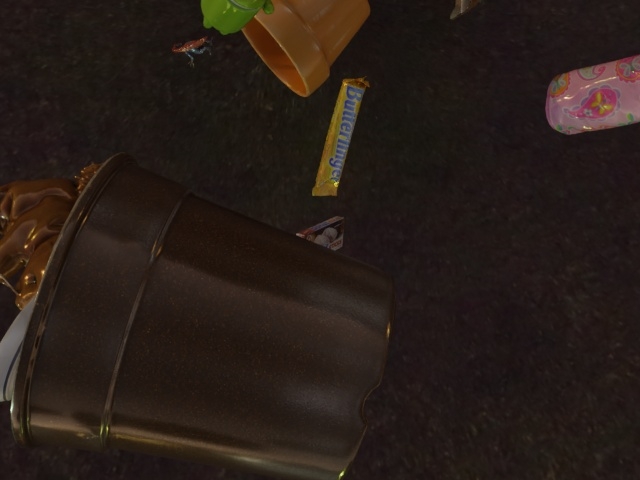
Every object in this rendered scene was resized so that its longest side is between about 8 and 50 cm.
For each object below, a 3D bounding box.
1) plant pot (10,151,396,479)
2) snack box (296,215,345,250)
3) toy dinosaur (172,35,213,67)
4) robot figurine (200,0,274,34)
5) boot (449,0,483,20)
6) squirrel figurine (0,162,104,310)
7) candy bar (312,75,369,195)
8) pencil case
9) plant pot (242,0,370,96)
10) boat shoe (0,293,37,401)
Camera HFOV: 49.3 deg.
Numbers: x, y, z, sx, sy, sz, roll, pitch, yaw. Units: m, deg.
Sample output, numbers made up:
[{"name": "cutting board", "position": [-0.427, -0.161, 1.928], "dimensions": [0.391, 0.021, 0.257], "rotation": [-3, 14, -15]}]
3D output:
[{"name": "plant pot", "position": [-0.055, 0.055, 0.391], "dimensions": [0.165, 0.167, 0.167], "rotation": [17, 109, -4]}, {"name": "snack box", "position": [0.000, 0.000, 1.371], "dimensions": [0.022, 0.178, 0.064], "rotation": [13, 108, 24]}, {"name": "toy dinosaur", "position": [-0.248, -0.376, 1.338], "dimensions": [0.082, 0.090, 0.047], "rotation": [1, 70, 2]}, {"name": "robot figurine", "position": [-0.109, -0.310, 0.888], "dimensions": [0.101, 0.115, 0.067], "rotation": [16, 66, -29]}, {"name": "boot", "position": [0.258, -0.464, 1.277], "dimensions": [0.042, 0.118, 0.087], "rotation": [-43, 102, -31]}, {"name": "squirrel figurine", "position": [-0.517, -0.004, 1.491], "dimensions": [0.397, 0.370, 0.281], "rotation": [-34, 121, -14]}, {"name": "candy bar", "position": [0.024, -0.128, 0.864], "dimensions": [0.040, 0.018, 0.161], "rotation": [-5, 124, -36]}, {"name": "pencil case", "position": [0.549, -0.263, 1.245], "dimensions": [0.284, 0.124, 0.124], "rotation": [-5, 118, 47]}, {"name": "plant pot", "position": [-0.020, -0.398, 1.263], "dimensions": [0.188, 0.205, 0.205], "rotation": [-41, 106, -5]}, {"name": "boat shoe", "position": [-0.323, 0.108, 0.909], "dimensions": [0.088, 0.267, 0.096], "rotation": [23, 126, 3]}]
